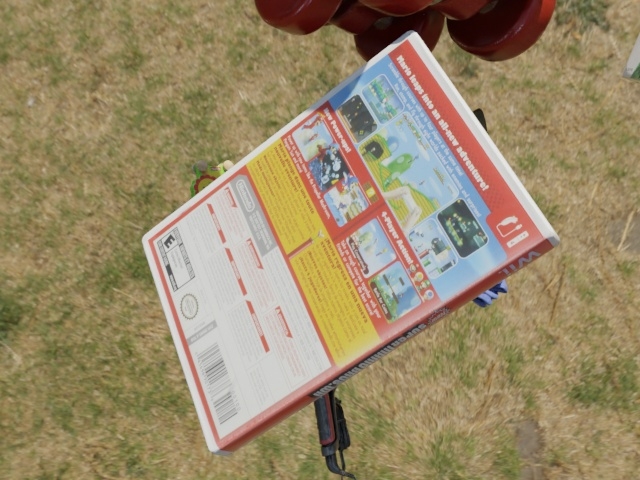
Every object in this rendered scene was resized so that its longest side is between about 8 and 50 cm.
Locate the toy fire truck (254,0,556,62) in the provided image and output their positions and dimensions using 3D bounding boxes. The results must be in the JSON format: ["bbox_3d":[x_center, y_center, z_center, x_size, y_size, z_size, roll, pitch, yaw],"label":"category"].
[{"bbox_3d":[0.084,-0.297,0.661,0.302,0.169,0.254,8,89,49],"label":"toy fire truck"}]

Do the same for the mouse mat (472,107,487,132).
[{"bbox_3d":[0.256,-0.113,1.241,0.007,0.152,0.190,-2,110,35],"label":"mouse mat"}]

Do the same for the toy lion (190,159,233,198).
[{"bbox_3d":[-0.219,-0.113,1.524,0.034,0.100,0.096,-17,81,50],"label":"toy lion"}]

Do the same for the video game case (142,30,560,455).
[{"bbox_3d":[0.000,0.000,0.559,0.285,0.025,0.204,-35,58,16],"label":"video game case"}]

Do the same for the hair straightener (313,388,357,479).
[{"bbox_3d":[0.020,0.215,1.004,0.047,0.089,0.230,-24,58,14],"label":"hair straightener"}]

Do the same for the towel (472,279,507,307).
[{"bbox_3d":[0.082,-0.049,0.901,0.243,0.336,0.040,23,112,-10],"label":"towel"}]

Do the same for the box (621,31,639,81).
[{"bbox_3d":[0.764,-0.484,1.594,0.058,0.232,0.322,16,106,-3],"label":"box"}]
